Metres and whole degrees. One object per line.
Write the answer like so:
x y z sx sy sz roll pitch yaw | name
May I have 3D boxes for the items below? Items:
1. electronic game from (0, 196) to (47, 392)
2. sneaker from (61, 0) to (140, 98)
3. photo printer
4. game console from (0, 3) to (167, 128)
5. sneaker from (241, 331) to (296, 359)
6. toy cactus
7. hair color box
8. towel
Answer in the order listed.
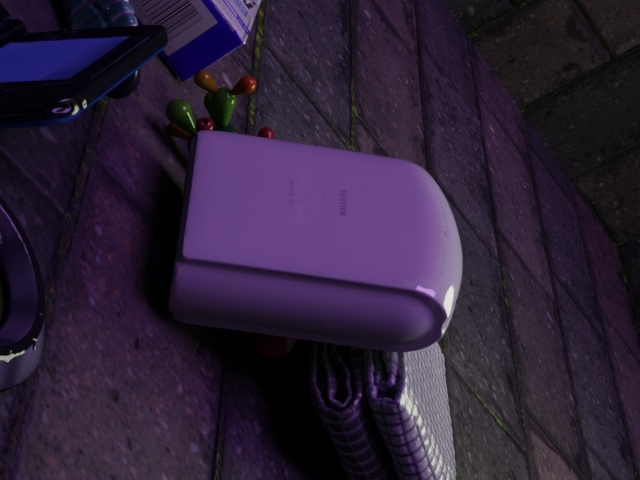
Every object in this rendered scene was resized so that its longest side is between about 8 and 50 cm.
-0.299 0.017 1.135 0.229 0.048 0.229 49 23 -30 | electronic game
-0.236 -0.251 1.587 0.098 0.083 0.224 23 42 -66 | sneaker
0.000 0.000 1.536 0.256 0.307 0.107 -88 -171 -52 | photo printer
-0.301 -0.214 1.270 0.293 0.250 0.173 -62 147 -66 | game console
-0.036 0.061 1.647 0.093 0.088 0.225 56 23 -28 | sneaker
-0.100 -0.099 1.704 0.219 0.112 0.181 37 40 -64 | toy cactus
-0.165 -0.365 1.860 0.185 0.110 0.339 52 21 -22 | hair color box
0.065 0.160 1.643 0.284 0.121 0.235 -92 163 -48 | towel
